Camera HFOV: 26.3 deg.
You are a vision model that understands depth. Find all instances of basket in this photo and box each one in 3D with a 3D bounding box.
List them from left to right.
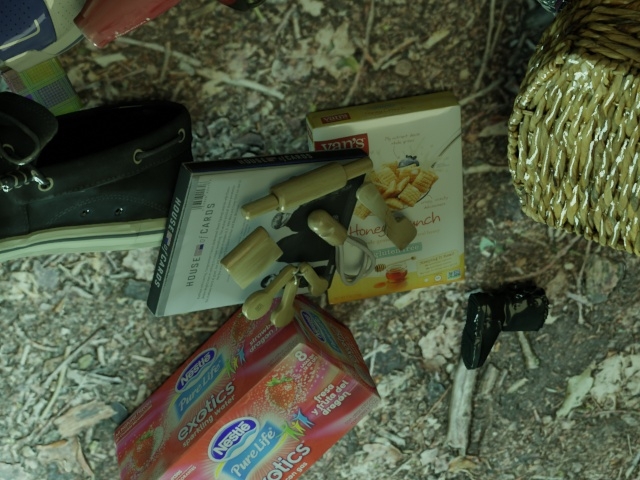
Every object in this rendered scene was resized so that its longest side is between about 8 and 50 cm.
[{"bbox_3d":[0.334,-0.165,1.506,0.214,0.223,0.299,19,148,12],"label":"basket"}]

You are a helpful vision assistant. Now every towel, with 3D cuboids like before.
[{"bbox_3d":[-0.293,-0.161,1.444,0.060,0.009,0.083,-28,124,1],"label":"towel"}]

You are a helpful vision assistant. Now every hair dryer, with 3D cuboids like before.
[{"bbox_3d":[-0.101,-0.254,1.300,0.294,0.080,0.223,-27,153,-29],"label":"hair dryer"}]

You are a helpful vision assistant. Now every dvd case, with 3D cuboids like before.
[{"bbox_3d":[-0.065,-0.011,1.483,0.239,0.029,0.179,-7,127,-38],"label":"dvd case"}]

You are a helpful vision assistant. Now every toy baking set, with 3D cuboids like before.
[{"bbox_3d":[-0.001,-0.004,1.505,0.256,0.030,0.196,-27,140,-24],"label":"toy baking set"}]

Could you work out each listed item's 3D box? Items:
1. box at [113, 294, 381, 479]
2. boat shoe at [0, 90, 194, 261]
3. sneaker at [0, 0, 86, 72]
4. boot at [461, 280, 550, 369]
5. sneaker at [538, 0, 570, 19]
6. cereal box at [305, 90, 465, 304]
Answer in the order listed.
[{"bbox_3d":[-0.094,0.210,1.640,0.300,0.154,0.142,-44,121,13],"label":"box"},{"bbox_3d":[-0.324,-0.066,1.334,0.500,0.187,0.155,-7,114,-41],"label":"boat shoe"},{"bbox_3d":[-0.224,-0.319,1.262,0.315,0.127,0.182,-41,154,3],"label":"sneaker"},{"bbox_3d":[0.234,0.108,1.738,0.099,0.045,0.121,-5,121,-17],"label":"boot"},{"bbox_3d":[0.256,-0.293,1.461,0.299,0.112,0.120,18,114,-25],"label":"sneaker"},{"bbox_3d":[0.079,-0.048,1.594,0.173,0.047,0.240,-11,123,-7],"label":"cereal box"}]
